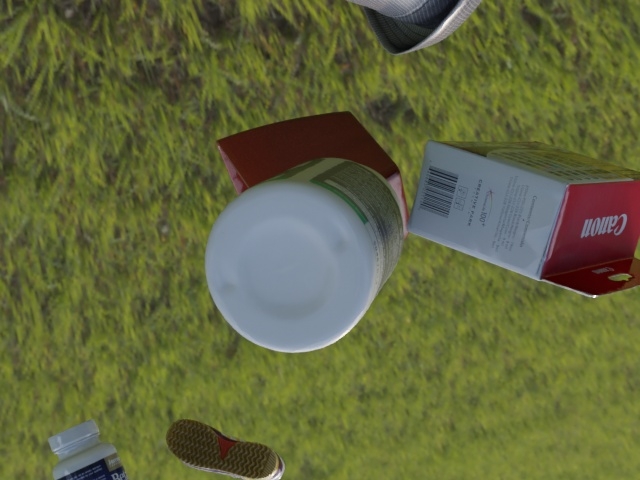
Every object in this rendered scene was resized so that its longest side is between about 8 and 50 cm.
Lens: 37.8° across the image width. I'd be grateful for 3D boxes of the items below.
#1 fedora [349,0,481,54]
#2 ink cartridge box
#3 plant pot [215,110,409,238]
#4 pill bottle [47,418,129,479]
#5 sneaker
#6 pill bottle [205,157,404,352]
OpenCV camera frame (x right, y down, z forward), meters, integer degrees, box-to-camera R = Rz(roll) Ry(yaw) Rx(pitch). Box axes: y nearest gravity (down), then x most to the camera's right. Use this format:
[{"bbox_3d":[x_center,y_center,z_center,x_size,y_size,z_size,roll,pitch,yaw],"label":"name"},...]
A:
[{"bbox_3d":[0.034,-0.269,0.687,0.124,0.275,0.243,2,141,-22],"label":"fedora"},{"bbox_3d":[0.320,-0.041,1.253,0.309,0.272,0.130,-7,115,-51],"label":"ink cartridge box"},{"bbox_3d":[0.007,-0.068,1.631,0.236,0.267,0.267,-30,142,-9],"label":"plant pot"},{"bbox_3d":[-0.321,0.344,1.323,0.094,0.169,0.094,-24,174,-3],"label":"pill bottle"},{"bbox_3d":[-0.143,0.322,1.402,0.186,0.069,0.084,16,161,19],"label":"sneaker"},{"bbox_3d":[0.000,0.000,1.222,0.204,0.204,0.361,-31,-177,17],"label":"pill bottle"}]
